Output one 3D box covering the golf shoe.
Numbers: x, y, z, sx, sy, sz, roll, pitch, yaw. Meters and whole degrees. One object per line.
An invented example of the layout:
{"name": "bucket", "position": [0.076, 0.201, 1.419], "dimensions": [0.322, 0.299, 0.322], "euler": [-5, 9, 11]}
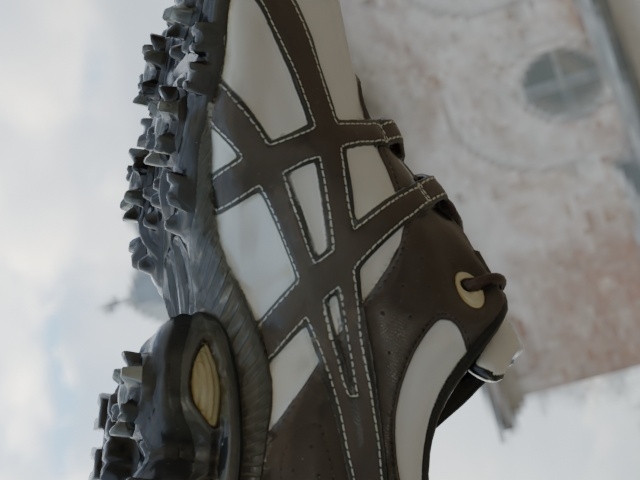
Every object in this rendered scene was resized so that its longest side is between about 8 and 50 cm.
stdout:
{"name": "golf shoe", "position": [0.000, 0.000, 0.443], "dimensions": [0.077, 0.094, 0.198], "euler": [131, 145, -72]}
